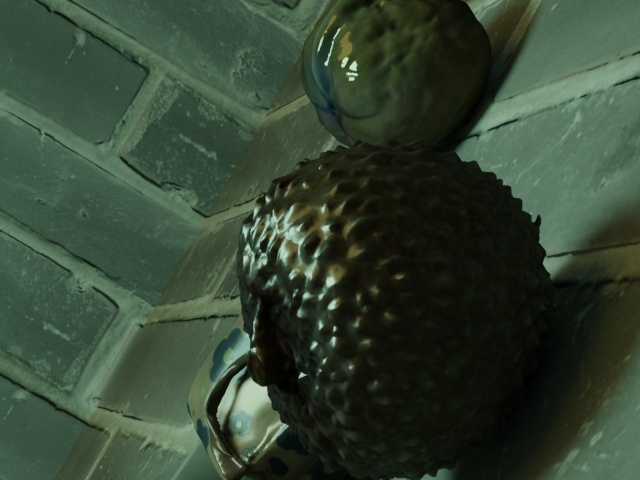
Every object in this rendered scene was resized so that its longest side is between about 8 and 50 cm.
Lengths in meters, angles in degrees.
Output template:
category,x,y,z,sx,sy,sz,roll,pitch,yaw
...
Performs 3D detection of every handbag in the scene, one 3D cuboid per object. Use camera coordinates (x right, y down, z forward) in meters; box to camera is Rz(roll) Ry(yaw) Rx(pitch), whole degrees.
category,x,y,z,sx,sy,sz,roll,pitch,yaw
handbag,-0.009,0.159,1.746,0.251,0.190,0.193,-53,25,14

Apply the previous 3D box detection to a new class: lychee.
category,x,y,z,sx,sy,sz,roll,pitch,yaw
lychee,0.062,0.061,1.455,0.300,0.300,0.300,-55,12,17

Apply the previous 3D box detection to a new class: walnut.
category,x,y,z,sx,sy,sz,roll,pitch,yaw
walnut,0.099,-0.223,2.166,0.248,0.248,0.248,-55,12,17

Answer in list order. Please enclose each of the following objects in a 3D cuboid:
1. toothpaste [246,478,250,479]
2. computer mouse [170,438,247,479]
category,x,y,z,sx,sy,sz,roll,pitch,yaw
toothpaste,-0.081,0.353,1.821,0.050,0.065,0.266,-51,13,52
computer mouse,-0.133,0.330,1.974,0.184,0.121,0.297,-67,-7,18
